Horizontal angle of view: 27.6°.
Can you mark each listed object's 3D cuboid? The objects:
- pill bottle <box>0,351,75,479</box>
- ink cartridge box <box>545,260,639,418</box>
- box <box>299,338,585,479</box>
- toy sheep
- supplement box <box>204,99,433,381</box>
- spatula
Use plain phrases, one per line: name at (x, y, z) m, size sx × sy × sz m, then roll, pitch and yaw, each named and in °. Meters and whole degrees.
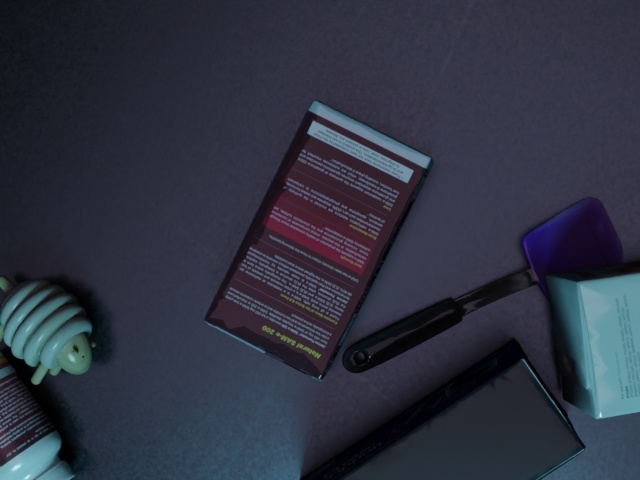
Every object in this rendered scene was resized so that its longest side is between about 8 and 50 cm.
pill bottle at (-0.313, 0.190, 1.293) m, size 0.086 × 0.086 × 0.152 m, roll -36°, pitch 87°, yaw 5°
ink cartridge box at (0.310, 0.082, 1.195) m, size 0.176 × 0.128 × 0.127 m, roll -9°, pitch 92°, yaw -4°
box at (0.101, 0.208, 1.203) m, size 0.261 × 0.184 × 0.103 m, roll -34°, pitch 85°, yaw 5°
toy sheep at (-0.276, 0.083, 1.290) m, size 0.132 × 0.091 × 0.091 m, roll 40°, pitch 94°, yaw 9°
supplement box at (0.000, 0.000, 1.265) m, size 0.130 × 0.073 × 0.239 m, roll 28°, pitch 93°, yaw 6°
spatula at (0.155, 0.058, 1.271) m, size 0.296 × 0.030 × 0.084 m, roll -27°, pitch 93°, yaw 6°
